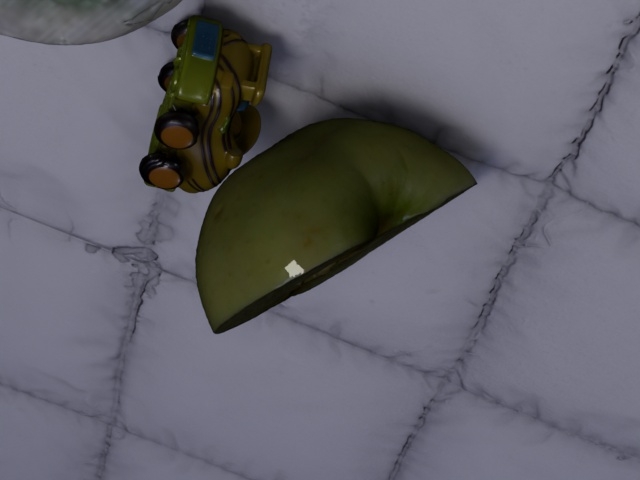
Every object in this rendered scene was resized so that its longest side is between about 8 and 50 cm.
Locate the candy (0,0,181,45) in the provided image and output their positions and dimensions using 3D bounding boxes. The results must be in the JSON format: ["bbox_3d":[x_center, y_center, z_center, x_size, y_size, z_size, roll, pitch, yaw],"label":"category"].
[{"bbox_3d":[-0.283,-0.390,1.667,0.386,0.186,0.427,26,131,-25],"label":"candy"}]

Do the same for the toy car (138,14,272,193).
[{"bbox_3d":[-0.144,-0.168,1.952,0.142,0.200,0.248,14,142,-10],"label":"toy car"}]

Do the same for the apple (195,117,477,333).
[{"bbox_3d":[0.000,0.000,1.966,0.320,0.311,0.360,22,153,-21],"label":"apple"}]
